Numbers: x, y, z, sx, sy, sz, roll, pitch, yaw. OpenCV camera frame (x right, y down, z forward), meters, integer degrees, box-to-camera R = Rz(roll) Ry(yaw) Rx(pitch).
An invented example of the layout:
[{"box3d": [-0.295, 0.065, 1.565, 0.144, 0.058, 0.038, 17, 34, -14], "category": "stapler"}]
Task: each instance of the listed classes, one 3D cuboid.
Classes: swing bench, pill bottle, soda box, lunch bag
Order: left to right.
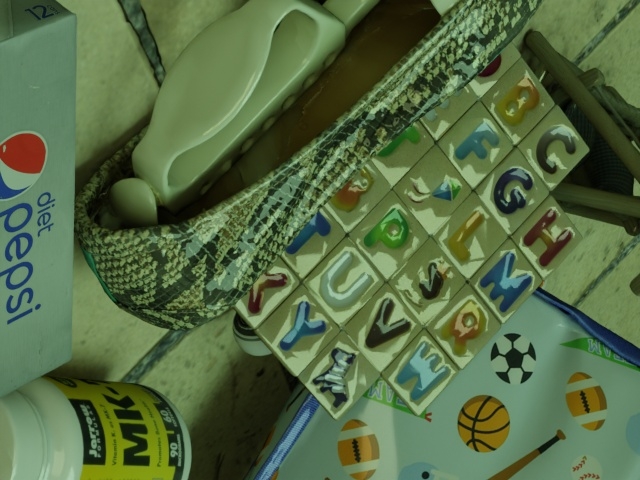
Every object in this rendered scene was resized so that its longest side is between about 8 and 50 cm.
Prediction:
[{"box3d": [-0.216, -0.028, 0.930, 0.098, 0.091, 0.286, -29, 143, -35], "category": "soda box"}, {"box3d": [-0.201, 0.162, 1.132, 0.119, 0.119, 0.208, -59, 152, 9], "category": "pill bottle"}, {"box3d": [0.122, 0.214, 1.420, 0.385, 0.328, 0.239, -58, -179, 8], "category": "lunch bag"}, {"box3d": [0.313, -0.058, 1.518, 0.165, 0.255, 0.253, -59, 151, 9], "category": "swing bench"}]

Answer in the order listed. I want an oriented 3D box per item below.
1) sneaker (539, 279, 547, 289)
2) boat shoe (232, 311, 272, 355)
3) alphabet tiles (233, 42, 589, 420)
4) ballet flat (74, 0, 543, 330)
[{"box3d": [0.160, 0.126, 1.663, 0.262, 0.099, 0.121, -43, 154, -17], "category": "sneaker"}, {"box3d": [0.000, 0.000, 1.310, 0.228, 0.080, 0.076, -43, 133, -14], "category": "boat shoe"}, {"box3d": [0.077, -0.025, 1.277, 0.342, 0.011, 0.285, -46, 112, -15], "category": "alphabet tiles"}, {"box3d": [0.009, -0.141, 1.080, 0.483, 0.164, 0.182, -46, 148, -8], "category": "ballet flat"}]
